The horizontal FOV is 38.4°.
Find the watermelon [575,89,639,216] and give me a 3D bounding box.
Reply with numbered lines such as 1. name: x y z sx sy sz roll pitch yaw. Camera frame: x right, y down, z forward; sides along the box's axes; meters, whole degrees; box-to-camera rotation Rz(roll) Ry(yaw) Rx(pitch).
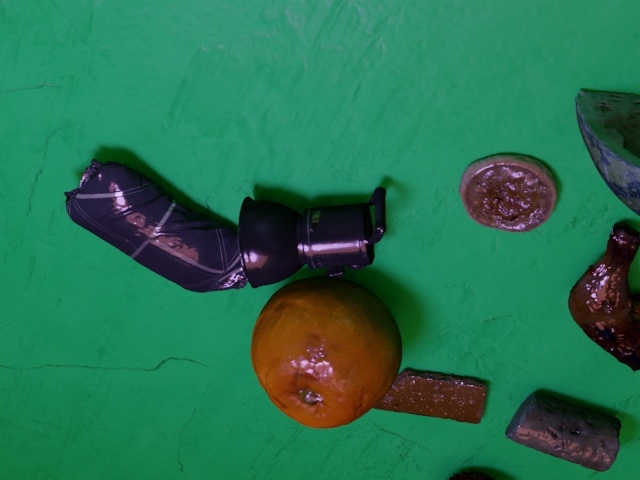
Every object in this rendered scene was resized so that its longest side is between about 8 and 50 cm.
1. watermelon: 0.473 -0.100 1.192 0.305 0.224 0.180 11 93 9

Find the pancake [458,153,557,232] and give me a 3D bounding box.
1. pancake: 0.278 -0.066 1.361 0.152 0.025 0.151 8 136 8

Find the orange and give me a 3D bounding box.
1. orange: 0.010 0.183 1.559 0.261 0.261 0.261 9 137 8

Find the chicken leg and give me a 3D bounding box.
1. chicken leg: 0.485 0.105 1.450 0.177 0.083 0.322 -30 123 29

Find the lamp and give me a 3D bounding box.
1. lamp: 0.000 0.000 1.451 0.228 0.147 0.172 -3 148 10

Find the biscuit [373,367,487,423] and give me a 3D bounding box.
1. biscuit: 0.198 0.295 1.771 0.237 0.026 0.131 7 136 11

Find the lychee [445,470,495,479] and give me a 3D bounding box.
1. lychee: 0.319 0.569 1.923 0.188 0.188 0.188 9 137 8

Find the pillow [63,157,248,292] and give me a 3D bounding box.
1. pillow: -0.262 -0.013 1.535 0.335 0.092 0.161 35 131 -21

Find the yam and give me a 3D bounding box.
1. yam: 0.445 0.349 1.692 0.194 0.107 0.107 18 138 -1
